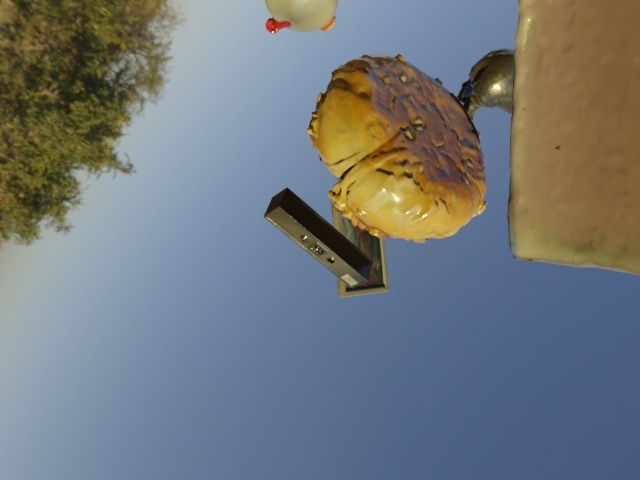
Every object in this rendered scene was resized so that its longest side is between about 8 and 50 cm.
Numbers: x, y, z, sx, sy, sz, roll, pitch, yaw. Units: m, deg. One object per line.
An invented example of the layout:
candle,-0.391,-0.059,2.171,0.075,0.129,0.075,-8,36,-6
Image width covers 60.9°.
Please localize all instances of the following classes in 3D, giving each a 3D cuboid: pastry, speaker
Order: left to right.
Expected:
speaker,0.000,0.000,0.837,0.040,0.191,0.046,-27,-148,42
pastry,0.116,-0.135,0.878,0.284,0.315,0.184,-39,-178,-39

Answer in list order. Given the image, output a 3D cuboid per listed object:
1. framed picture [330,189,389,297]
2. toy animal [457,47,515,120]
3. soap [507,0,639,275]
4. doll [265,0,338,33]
framed picture,0.096,0.005,1.300,0.016,0.184,0.249,-9,-96,42
toy animal,0.431,-0.273,1.008,0.168,0.344,0.106,93,-1,-59
soap,0.253,-0.109,0.314,0.296,0.107,0.285,14,-78,60
doll,0.003,-0.344,0.718,0.245,0.142,0.076,-19,-128,49
